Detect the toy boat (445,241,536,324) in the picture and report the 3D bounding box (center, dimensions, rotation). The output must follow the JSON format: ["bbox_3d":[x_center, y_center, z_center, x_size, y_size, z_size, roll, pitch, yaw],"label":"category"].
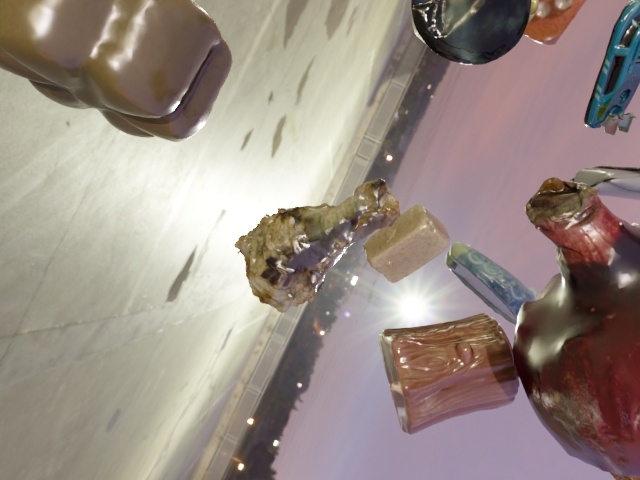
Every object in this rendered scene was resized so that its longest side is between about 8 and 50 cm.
[{"bbox_3d":[0.542,0.119,1.560,0.123,0.330,0.215,-45,163,-6],"label":"toy boat"}]

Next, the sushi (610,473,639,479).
[{"bbox_3d":[0.623,0.477,1.017,0.061,0.118,0.060,-25,160,-32],"label":"sushi"}]

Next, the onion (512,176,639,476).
[{"bbox_3d":[0.446,0.086,0.710,0.398,0.421,0.398,-23,-173,3],"label":"onion"}]

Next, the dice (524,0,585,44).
[{"bbox_3d":[0.647,-0.679,1.419,0.175,0.179,0.174,-44,166,-42],"label":"dice"}]

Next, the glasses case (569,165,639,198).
[{"bbox_3d":[0.815,-0.147,1.295,0.128,0.307,0.083,168,-72,-78],"label":"glasses case"}]

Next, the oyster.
[{"bbox_3d":[0.004,0.007,0.979,0.336,0.198,0.133,-29,-160,-4],"label":"oyster"}]

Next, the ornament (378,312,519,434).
[{"bbox_3d":[0.243,0.247,0.972,0.221,0.217,0.236,-107,-174,-64],"label":"ornament"}]

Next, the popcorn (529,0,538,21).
[{"bbox_3d":[0.352,-0.537,1.105,0.249,0.249,0.226,103,-22,-79],"label":"popcorn"}]

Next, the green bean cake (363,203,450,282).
[{"bbox_3d":[0.199,0.009,1.162,0.179,0.109,0.085,-35,-145,24],"label":"green bean cake"}]

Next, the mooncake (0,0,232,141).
[{"bbox_3d":[-0.426,-0.388,1.020,0.467,0.466,0.263,92,21,-84],"label":"mooncake"}]

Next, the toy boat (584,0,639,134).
[{"bbox_3d":[0.741,-0.410,1.197,0.134,0.092,0.299,-15,126,-28],"label":"toy boat"}]

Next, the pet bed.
[{"bbox_3d":[0.240,-0.384,0.803,0.053,0.201,0.201,-82,-165,-70],"label":"pet bed"}]
